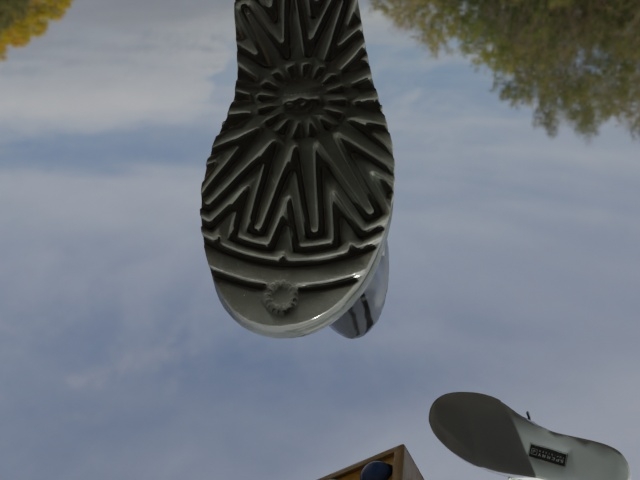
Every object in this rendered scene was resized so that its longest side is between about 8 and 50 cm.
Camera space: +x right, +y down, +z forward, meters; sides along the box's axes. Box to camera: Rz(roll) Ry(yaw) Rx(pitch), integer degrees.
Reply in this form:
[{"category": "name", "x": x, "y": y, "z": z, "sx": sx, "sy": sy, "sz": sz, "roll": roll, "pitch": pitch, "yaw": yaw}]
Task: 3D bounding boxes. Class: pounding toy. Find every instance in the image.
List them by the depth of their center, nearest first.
[{"category": "pounding toy", "x": 0.078, "y": 0.293, "z": 0.814, "sx": 0.206, "sy": 0.094, "sz": 0.181, "roll": -27, "pitch": -170, "yaw": 15}]

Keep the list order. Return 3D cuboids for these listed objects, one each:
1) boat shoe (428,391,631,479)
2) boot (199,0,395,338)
[{"category": "boat shoe", "x": 0.317, "y": 0.323, "z": 1.225, "sx": 0.306, "sy": 0.105, "sz": 0.113, "roll": 12, "pitch": -112, "yaw": 13}, {"category": "boot", "x": 0.000, "y": -0.002, "z": 0.811, "sx": 0.146, "sy": 0.445, "sz": 0.367, "roll": 2, "pitch": -118, "yaw": 5}]
